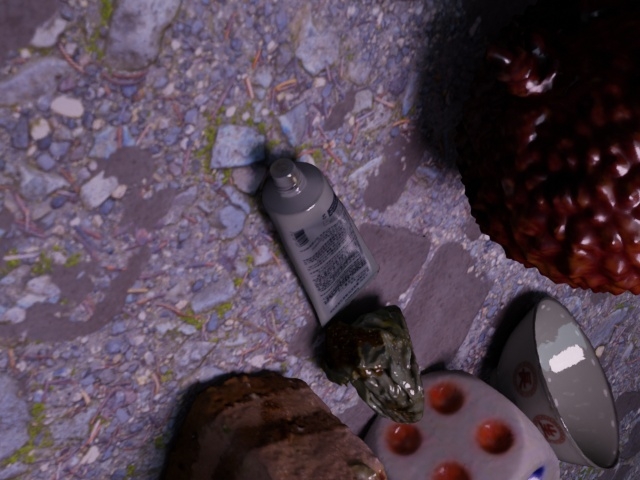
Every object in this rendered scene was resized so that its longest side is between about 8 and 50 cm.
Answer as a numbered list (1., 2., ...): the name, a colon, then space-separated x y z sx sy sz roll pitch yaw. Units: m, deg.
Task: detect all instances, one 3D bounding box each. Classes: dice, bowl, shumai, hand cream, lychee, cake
1. dice: 0.243 0.401 1.459 0.251 0.259 0.243 -40 140 -19
2. bowl: 0.429 0.289 1.606 0.158 0.337 0.337 -25 153 31
3. shumai: 0.073 0.194 1.231 0.142 0.184 0.184 -9 131 1
4. hand cream: 0.000 0.000 1.096 0.124 0.078 0.340 -45 148 -12
5. lychee: 0.372 -0.140 1.092 0.500 0.425 0.424 15 105 -43
6. cake: -0.048 0.336 1.094 0.196 0.293 0.198 3 119 -47
